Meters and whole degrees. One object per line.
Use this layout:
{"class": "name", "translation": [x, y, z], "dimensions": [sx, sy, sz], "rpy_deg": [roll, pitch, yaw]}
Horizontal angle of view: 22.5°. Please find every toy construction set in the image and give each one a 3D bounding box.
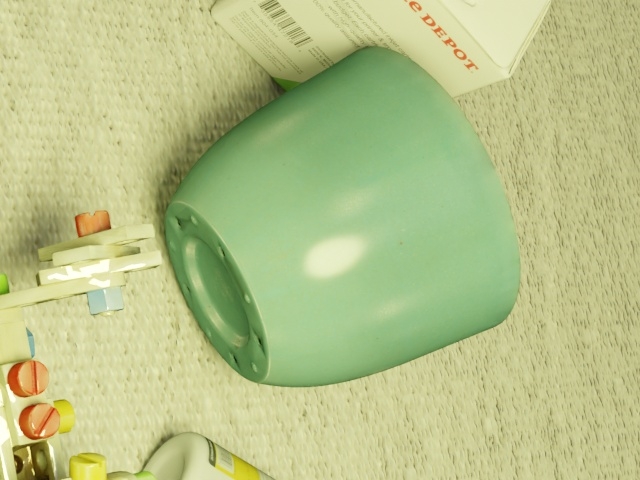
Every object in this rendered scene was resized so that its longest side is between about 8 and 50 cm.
{"class": "toy construction set", "translation": [-0.222, 0.138, 1.310], "dimensions": [0.151, 0.215, 0.327], "rpy_deg": [10, 74, -35]}

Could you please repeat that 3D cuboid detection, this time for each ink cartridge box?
{"class": "ink cartridge box", "translation": [0.055, -0.227, 1.559], "dimensions": [0.198, 0.273, 0.114], "rpy_deg": [44, 58, -21]}

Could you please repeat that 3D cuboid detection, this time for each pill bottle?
{"class": "pill bottle", "translation": [-0.074, 0.258, 1.464], "dimensions": [0.184, 0.103, 0.103], "rpy_deg": [36, 61, -25]}

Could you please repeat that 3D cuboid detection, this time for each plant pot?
{"class": "plant pot", "translation": [0.000, 0.000, 1.475], "dimensions": [0.235, 0.293, 0.293], "rpy_deg": [-26, 96, -22]}
